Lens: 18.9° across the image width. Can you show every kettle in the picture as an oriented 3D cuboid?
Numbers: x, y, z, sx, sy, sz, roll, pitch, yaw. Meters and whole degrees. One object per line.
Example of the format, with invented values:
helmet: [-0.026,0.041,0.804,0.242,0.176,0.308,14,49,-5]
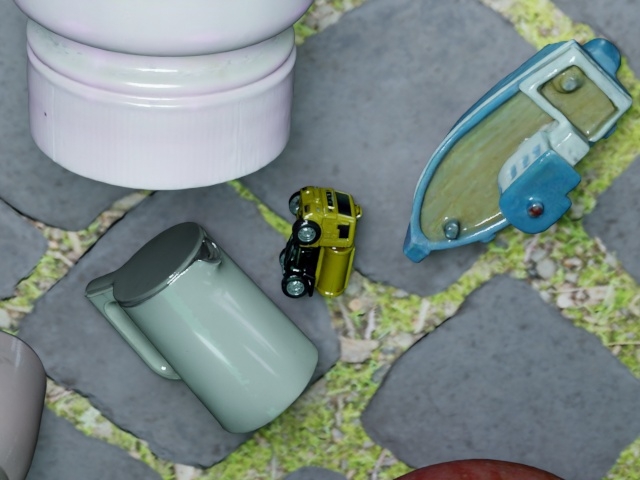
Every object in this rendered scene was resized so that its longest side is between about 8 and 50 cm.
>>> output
kettle: [-0.089,0.065,1.500,0.098,0.127,0.148,-47,114,-13]

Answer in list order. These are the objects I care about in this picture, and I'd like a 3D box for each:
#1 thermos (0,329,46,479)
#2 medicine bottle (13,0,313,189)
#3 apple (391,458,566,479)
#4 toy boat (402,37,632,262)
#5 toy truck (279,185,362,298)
thermos: [-0.276,0.175,1.486,0.105,0.193,0.137,23,118,-18]
medicine bottle: [-0.099,-0.241,1.233,0.213,0.213,0.379,1,122,-4]
apple: [0.136,0.351,1.574,0.345,0.269,0.345,-2,120,-3]
toy boat: [0.143,-0.057,1.425,0.215,0.102,0.088,-41,113,20]
toy truck: [0.000,0.000,1.481,0.054,0.049,0.083,6,122,-8]
